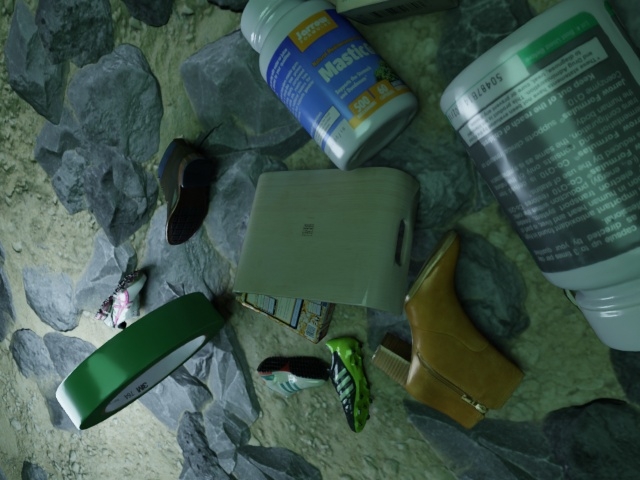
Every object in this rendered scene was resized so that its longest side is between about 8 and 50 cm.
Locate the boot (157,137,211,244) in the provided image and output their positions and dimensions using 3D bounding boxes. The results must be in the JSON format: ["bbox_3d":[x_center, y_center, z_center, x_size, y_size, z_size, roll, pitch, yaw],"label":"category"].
[{"bbox_3d":[-0.287,-0.100,0.953,0.106,0.082,0.219,49,127,34],"label":"boot"}]

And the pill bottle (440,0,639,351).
[{"bbox_3d":[0.317,-0.072,0.540,0.204,0.204,0.361,-32,86,31],"label":"pill bottle"}]

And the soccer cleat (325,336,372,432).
[{"bbox_3d":[0.051,0.267,0.866,0.072,0.060,0.179,-5,94,38],"label":"soccer cleat"}]

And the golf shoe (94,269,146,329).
[{"bbox_3d":[-0.461,0.143,1.112,0.086,0.068,0.186,36,117,-20],"label":"golf shoe"}]

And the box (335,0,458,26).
[{"bbox_3d":[0.092,-0.466,0.604,0.147,0.121,0.312,0,103,29],"label":"box"}]

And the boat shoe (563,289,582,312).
[{"bbox_3d":[0.392,0.099,0.638,0.137,0.043,0.049,45,118,9],"label":"boat shoe"}]

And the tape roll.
[{"bbox_3d":[-0.340,0.231,0.910,0.077,0.321,0.321,50,120,9],"label":"tape roll"}]

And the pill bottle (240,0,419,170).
[{"bbox_3d":[0.005,-0.251,0.691,0.152,0.152,0.272,-43,82,30],"label":"pill bottle"}]

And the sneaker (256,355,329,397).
[{"bbox_3d":[-0.048,0.278,0.928,0.161,0.057,0.076,-4,119,28],"label":"sneaker"}]

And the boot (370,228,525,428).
[{"bbox_3d":[0.222,0.146,0.721,0.211,0.104,0.295,28,120,13],"label":"boot"}]

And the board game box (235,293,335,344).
[{"bbox_3d":[-0.063,0.087,0.882,0.193,0.045,0.147,25,114,21],"label":"board game box"}]

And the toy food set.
[{"bbox_3d":[0.000,0.000,0.770,0.305,0.092,0.220,2,71,30],"label":"toy food set"}]
